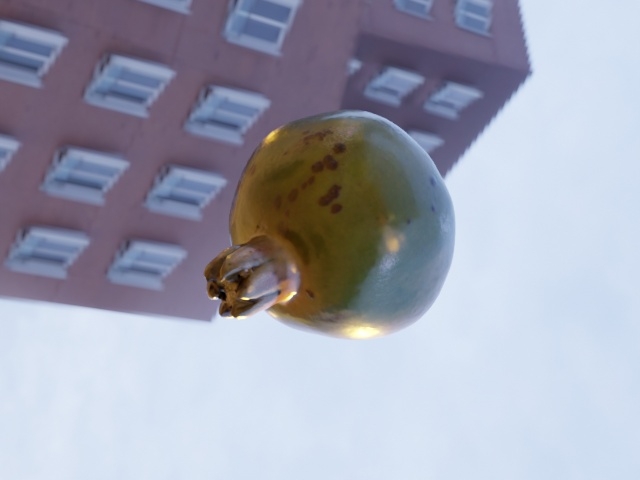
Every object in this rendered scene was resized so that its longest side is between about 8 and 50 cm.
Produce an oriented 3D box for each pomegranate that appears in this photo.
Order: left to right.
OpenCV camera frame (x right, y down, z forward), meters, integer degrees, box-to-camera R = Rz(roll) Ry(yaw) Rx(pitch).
[{"bbox_3d":[0.000,0.000,0.974,0.180,0.210,0.179,20,-56,32],"label":"pomegranate"}]
